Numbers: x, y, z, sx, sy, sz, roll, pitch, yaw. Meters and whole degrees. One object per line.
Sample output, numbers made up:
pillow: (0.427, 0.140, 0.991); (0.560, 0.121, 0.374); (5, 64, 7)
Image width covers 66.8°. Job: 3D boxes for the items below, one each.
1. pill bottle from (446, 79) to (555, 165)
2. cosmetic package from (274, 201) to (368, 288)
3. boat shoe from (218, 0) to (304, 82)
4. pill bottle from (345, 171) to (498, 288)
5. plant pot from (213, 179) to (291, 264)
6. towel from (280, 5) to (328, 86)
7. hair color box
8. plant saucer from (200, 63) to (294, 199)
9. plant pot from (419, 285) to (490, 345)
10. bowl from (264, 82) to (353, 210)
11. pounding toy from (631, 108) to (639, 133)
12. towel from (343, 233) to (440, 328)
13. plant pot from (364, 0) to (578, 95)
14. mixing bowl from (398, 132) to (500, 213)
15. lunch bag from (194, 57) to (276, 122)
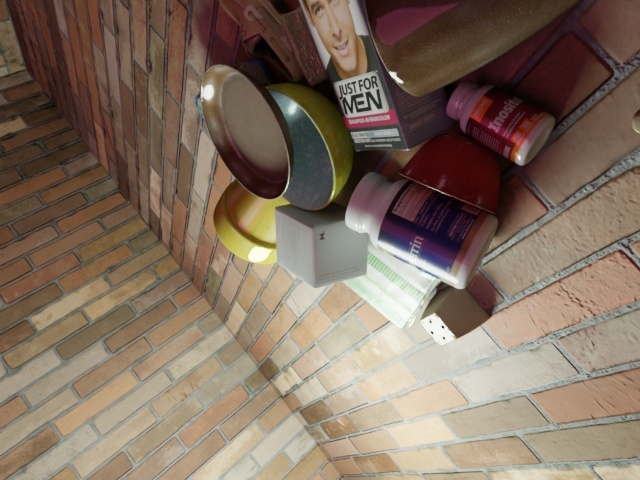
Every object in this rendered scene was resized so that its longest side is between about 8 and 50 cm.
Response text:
pill bottle: (0.279, -0.191, 0.767); (0.152, 0.086, 0.086); (39, 146, 25)
cosmetic package: (0.000, 0.000, 1.151); (0.183, 0.151, 0.152); (30, 126, 53)
boat shoe: (-0.130, -0.452, 1.052); (0.302, 0.098, 0.109); (42, 172, 16)
pill bottle: (0.190, -0.029, 0.946); (0.264, 0.153, 0.153); (27, 141, 22)
plant pot: (-0.134, -0.102, 1.311); (0.254, 0.254, 0.239); (50, 135, 10)
towel: (-0.007, -0.395, 0.966); (0.027, 0.110, 0.148); (-82, -32, -74)
hair color box: (0.080, -0.348, 0.834); (0.185, 0.113, 0.375); (20, 136, 63)
plant saucer: (-0.155, -0.238, 1.068); (0.310, 0.050, 0.311); (36, 146, 30)
plant pot: (0.293, 0.175, 1.102); (0.109, 0.096, 0.109); (51, 151, 7)
bowl: (-0.019, -0.227, 1.088); (0.289, 0.156, 0.290); (35, 144, 31)
pounding toy: (0.422, -0.185, 0.499); (0.155, 0.154, 0.269); (50, 149, 8)
towel: (0.171, 0.046, 1.144); (0.247, 0.038, 0.325); (39, 138, 18)
plant pot: (0.212, -0.329, 0.640); (0.230, 0.215, 0.216); (-6, 116, 40)
mixing bowl: (0.238, -0.125, 0.842); (0.181, 0.181, 0.098); (31, 103, 36)
lunch bag: (-0.205, -0.328, 1.301); (0.303, 0.115, 0.243); (-7, 116, 56)
